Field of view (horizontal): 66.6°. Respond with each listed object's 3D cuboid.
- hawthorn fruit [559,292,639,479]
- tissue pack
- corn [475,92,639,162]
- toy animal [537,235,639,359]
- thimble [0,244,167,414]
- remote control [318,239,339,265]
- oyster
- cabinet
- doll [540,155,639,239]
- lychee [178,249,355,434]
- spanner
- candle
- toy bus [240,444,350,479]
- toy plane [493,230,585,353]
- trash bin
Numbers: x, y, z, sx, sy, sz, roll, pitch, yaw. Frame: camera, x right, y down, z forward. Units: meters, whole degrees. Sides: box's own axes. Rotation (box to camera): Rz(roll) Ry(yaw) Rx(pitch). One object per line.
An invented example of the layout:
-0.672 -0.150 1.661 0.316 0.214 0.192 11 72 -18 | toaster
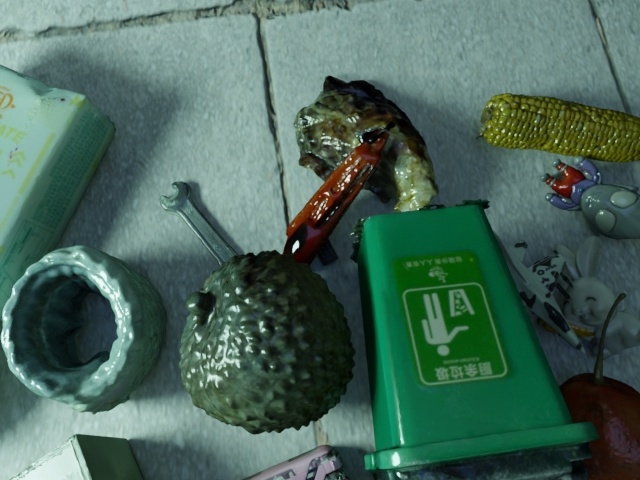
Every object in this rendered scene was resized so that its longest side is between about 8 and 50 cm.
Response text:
0.415 0.223 0.723 0.165 0.165 0.285 -4 85 0 | hawthorn fruit
-0.569 -0.095 0.814 0.287 0.162 0.388 22 78 2 | tissue pack
0.440 -0.197 0.866 0.313 0.102 0.102 10 77 -1 | corn
0.439 0.098 0.807 0.181 0.131 0.127 52 48 3 | toy animal
-0.353 0.137 0.749 0.205 0.172 0.250 -12 75 -4 | thimble
0.000 0.000 0.859 0.034 0.016 0.091 -29 77 11 | remote control
0.077 -0.179 0.863 0.271 0.100 0.275 3 80 17 | oyster
-0.371 0.398 0.685 0.206 0.145 0.150 -34 65 -7 | cabinet
0.493 -0.061 0.841 0.227 0.075 0.102 41 111 16 | doll
-0.074 0.145 0.709 0.274 0.255 0.255 26 75 -29 | lychee
-0.179 0.015 0.857 0.071 0.017 0.302 -42 80 -7 | spanner
0.027 -0.072 0.806 0.301 0.059 0.084 -51 61 17 | candle
-0.055 0.388 0.742 0.203 0.063 0.090 -21 77 -4 | toy bus
0.345 0.089 0.792 0.160 0.082 0.234 -28 59 3 | toy plane
0.175 0.162 0.704 0.259 0.295 0.381 -5 65 -3 | trash bin
